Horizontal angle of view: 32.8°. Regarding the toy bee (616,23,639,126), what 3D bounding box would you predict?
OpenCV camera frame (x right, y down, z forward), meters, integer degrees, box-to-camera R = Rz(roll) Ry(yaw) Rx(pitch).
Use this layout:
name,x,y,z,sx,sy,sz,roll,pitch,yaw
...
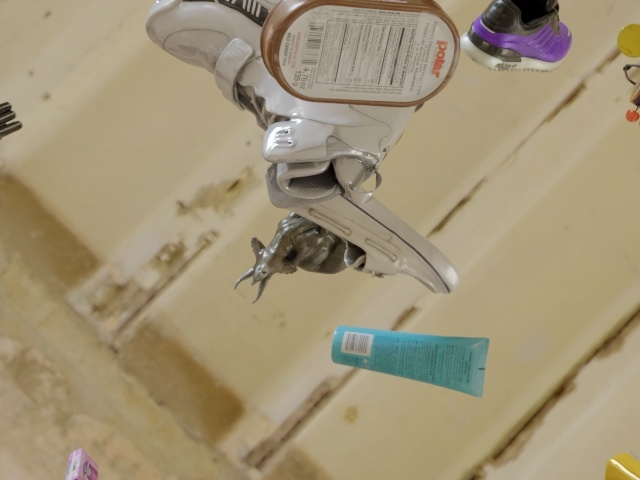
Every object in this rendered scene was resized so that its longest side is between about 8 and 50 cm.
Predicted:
name,x,y,z,sx,sy,sz,roll,pitch,yaw
toy bee,0.566,-0.258,1.751,0.195,0.162,0.298,22,-23,19

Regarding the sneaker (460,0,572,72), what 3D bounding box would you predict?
name,x,y,z,sx,sy,sz,roll,pitch,yaw
sneaker,0.366,-0.370,1.839,0.102,0.293,0.146,47,-53,22

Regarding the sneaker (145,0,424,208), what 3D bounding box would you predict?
name,x,y,z,sx,sy,sz,roll,pitch,yaw
sneaker,-0.065,-0.170,1.295,0.366,0.210,0.137,17,-24,10

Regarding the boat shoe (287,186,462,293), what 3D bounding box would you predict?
name,x,y,z,sx,sy,sz,roll,pitch,yaw
boat shoe,0.068,0.004,1.397,0.267,0.088,0.096,38,-5,-28

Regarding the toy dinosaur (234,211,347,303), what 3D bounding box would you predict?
name,x,y,z,sx,sy,sz,roll,pitch,yaw
toy dinosaur,0.000,0.000,1.784,0.314,0.160,0.121,-1,47,-44

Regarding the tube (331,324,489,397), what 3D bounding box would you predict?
name,x,y,z,sx,sy,sz,roll,pitch,yaw
tube,0.118,0.154,1.449,0.207,0.080,0.052,8,14,18

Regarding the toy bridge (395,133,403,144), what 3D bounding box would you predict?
name,x,y,z,sx,sy,sz,roll,pitch,yaw
toy bridge,0.136,-0.230,2.132,0.063,0.188,0.026,17,1,2

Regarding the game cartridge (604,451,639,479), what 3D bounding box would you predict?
name,x,y,z,sx,sy,sz,roll,pitch,yaw
game cartridge,0.520,0.504,1.556,0.324,0.053,0.285,-139,-139,-56

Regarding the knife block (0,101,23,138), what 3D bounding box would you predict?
name,x,y,z,sx,sy,sz,roll,pitch,yaw
knife block,-0.597,-0.137,1.665,0.242,0.275,0.088,21,-27,-30

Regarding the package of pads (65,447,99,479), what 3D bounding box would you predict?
name,x,y,z,sx,sy,sz,roll,pitch,yaw
package of pads,-0.379,0.375,1.730,0.050,0.032,0.083,51,10,-24

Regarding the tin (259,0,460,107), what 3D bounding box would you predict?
name,x,y,z,sx,sy,sz,roll,pitch,yaw
tin,0.039,-0.175,0.999,0.040,0.190,0.106,-116,-148,-50
